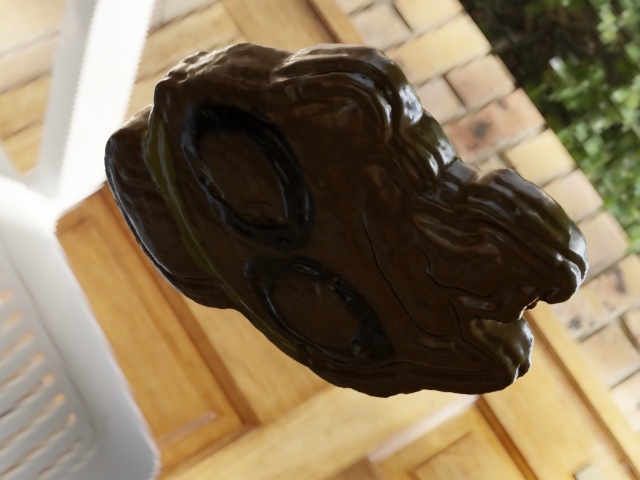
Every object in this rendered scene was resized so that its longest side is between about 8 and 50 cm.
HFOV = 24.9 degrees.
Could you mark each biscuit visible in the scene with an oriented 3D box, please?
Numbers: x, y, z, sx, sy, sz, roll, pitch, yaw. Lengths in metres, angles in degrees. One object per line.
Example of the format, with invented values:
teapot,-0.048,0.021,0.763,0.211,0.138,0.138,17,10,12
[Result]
biscuit,0.000,0.000,0.712,0.290,0.208,0.041,5,-138,44
